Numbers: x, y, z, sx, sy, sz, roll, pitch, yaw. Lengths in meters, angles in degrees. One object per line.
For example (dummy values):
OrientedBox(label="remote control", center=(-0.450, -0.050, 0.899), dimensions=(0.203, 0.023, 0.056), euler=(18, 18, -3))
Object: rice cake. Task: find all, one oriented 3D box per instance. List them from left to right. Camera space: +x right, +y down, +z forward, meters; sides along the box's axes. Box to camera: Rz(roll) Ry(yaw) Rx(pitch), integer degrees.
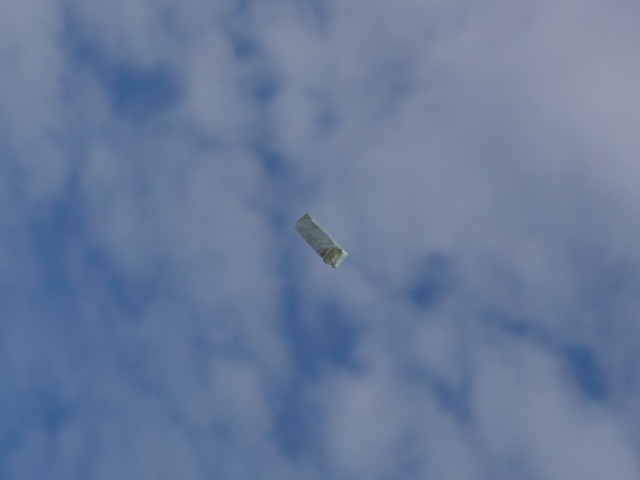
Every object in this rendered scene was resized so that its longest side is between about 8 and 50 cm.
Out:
OrientedBox(label="rice cake", center=(0.000, 0.000, 1.856), dimensions=(0.021, 0.022, 0.121), euler=(37, 4, -24))
